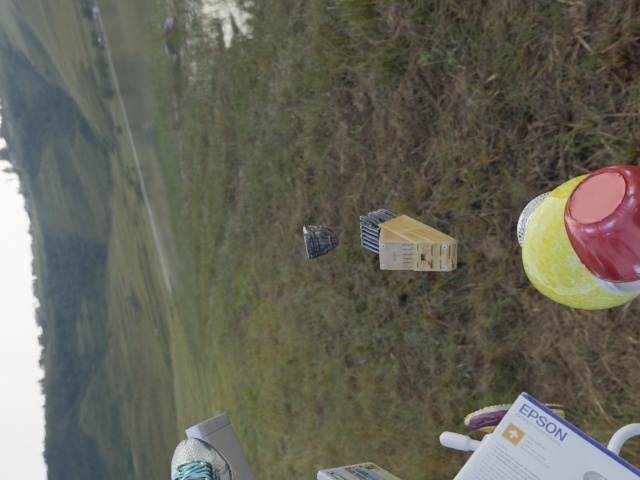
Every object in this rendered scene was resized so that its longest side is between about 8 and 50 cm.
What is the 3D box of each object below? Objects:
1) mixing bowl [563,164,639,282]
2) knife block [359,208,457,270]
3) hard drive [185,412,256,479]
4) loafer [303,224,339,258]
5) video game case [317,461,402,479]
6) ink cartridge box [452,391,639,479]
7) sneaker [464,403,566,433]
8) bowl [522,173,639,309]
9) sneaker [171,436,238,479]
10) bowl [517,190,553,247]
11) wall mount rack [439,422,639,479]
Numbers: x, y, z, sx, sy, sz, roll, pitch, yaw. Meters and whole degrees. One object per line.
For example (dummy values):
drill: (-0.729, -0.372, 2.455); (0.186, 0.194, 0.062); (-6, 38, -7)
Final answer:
mixing bowl: (0.428, -0.041, 0.779); (0.181, 0.098, 0.181); (-43, 30, 33)
knife block: (0.243, -0.014, 1.519); (0.242, 0.275, 0.088); (-69, -24, -58)
hard drive: (-0.218, 0.626, 1.373); (0.353, 0.047, 0.233); (63, -179, 13)
loafer: (0.000, 0.000, 1.045); (0.170, 0.061, 0.062); (-109, 9, -77)
video game case: (0.139, 0.630, 1.358); (0.227, 0.206, 0.026); (10, 88, 48)
ink cartridge box: (0.190, 0.272, 0.416); (0.223, 0.224, 0.045); (34, 156, 33)
sneaker: (0.337, 0.323, 0.907); (0.069, 0.185, 0.084); (109, 159, -62)
bowl: (0.567, 0.023, 1.048); (0.156, 0.289, 0.289); (-113, 14, -71)
sneaker: (-0.189, 0.408, 0.867); (0.283, 0.110, 0.122); (45, 153, 57)
bowl: (0.499, -0.023, 1.110); (0.080, 0.170, 0.170); (2, -109, -73)
wall mount rack: (0.271, 0.364, 0.584); (0.130, 0.304, 0.350); (119, 171, -64)
